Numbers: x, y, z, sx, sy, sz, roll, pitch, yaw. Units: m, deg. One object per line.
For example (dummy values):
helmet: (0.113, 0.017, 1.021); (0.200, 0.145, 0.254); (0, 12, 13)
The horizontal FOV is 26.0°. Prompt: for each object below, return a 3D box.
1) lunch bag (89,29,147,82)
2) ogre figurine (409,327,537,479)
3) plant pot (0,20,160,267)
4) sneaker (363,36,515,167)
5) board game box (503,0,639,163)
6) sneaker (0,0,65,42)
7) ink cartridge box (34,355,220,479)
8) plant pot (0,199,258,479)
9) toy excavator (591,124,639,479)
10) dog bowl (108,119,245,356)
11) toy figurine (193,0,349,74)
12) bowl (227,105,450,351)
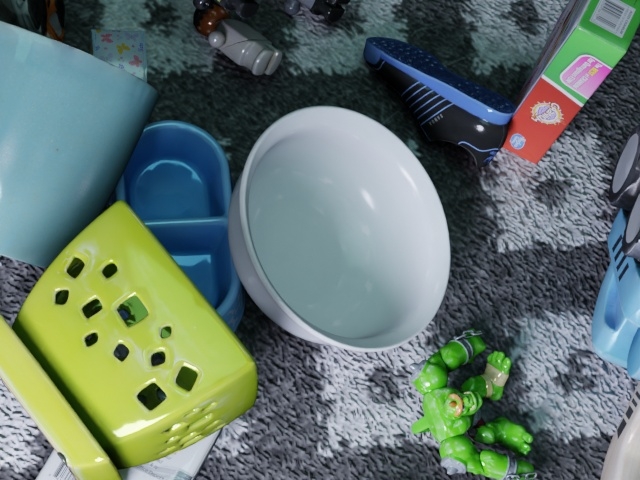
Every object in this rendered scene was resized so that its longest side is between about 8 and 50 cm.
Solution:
lunch bag: (-0.255, -0.220, 1.747); (0.071, 0.053, 0.083); (-2, 60, -13)
ogre figurine: (0.176, 0.205, 1.643); (0.118, 0.097, 0.197); (-7, 85, -31)
plant pot: (-0.358, -0.105, 1.569); (0.293, 0.293, 0.235); (19, 87, -2)
sneaker: (0.140, -0.180, 1.789); (0.232, 0.090, 0.081); (35, 32, 27)
board game box: (0.336, -0.263, 1.727); (0.064, 0.316, 0.242); (29, 67, 1)
sneaker: (-0.380, -0.278, 1.642); (0.121, 0.262, 0.099); (0, 74, -1)
ink cartridge box: (-0.219, 0.256, 1.550); (0.153, 0.087, 0.208); (29, 67, 3)
plant pot: (-0.213, 0.128, 1.439); (0.207, 0.228, 0.227); (-37, 78, -14)
toy excavator: (0.413, 0.147, 1.651); (0.222, 0.445, 0.433); (18, 26, -2)
dog bowl: (-0.174, -0.010, 1.669); (0.166, 0.074, 0.297); (-3, 70, -11)
toy figurine: (-0.076, -0.337, 1.743); (0.213, 0.209, 0.148); (-43, 65, -15)
bowl: (0.000, 0.000, 1.639); (0.298, 0.134, 0.298); (13, 68, -33)
